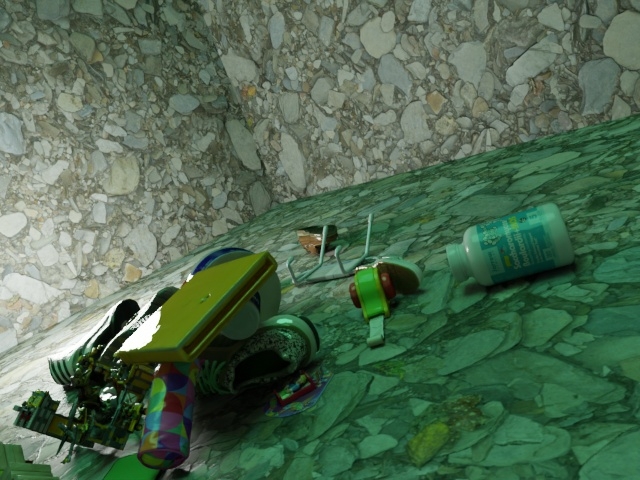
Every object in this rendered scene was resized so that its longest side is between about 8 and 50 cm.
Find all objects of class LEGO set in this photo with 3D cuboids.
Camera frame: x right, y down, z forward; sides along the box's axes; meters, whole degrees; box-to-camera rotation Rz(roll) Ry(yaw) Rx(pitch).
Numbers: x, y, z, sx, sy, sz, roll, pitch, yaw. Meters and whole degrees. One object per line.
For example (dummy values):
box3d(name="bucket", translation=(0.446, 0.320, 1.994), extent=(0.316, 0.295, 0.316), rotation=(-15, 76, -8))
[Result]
box3d(name="LEGO set", translation=(-0.554, 0.354, 1.319), extent=(0.331, 0.192, 0.255), rotation=(-1, 60, 47))

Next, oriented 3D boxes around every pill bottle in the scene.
box3d(name="pill bottle", translation=(-0.183, 0.147, 1.305), extent=(0.094, 0.094, 0.169), rotation=(-22, 18, 1))
box3d(name="pill bottle", translation=(0.431, 0.019, 1.328), extent=(0.263, 0.146, 0.146), rotation=(-19, 12, 19))

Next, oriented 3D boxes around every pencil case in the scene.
box3d(name="pencil case", translation=(-0.296, 0.331, 1.152), extent=(0.104, 0.104, 0.237), rotation=(-18, 44, 19))

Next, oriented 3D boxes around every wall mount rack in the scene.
box3d(name="wall mount rack", translation=(0.053, 0.036, 1.976), extent=(0.349, 0.131, 0.304), rotation=(-13, 15, 34))

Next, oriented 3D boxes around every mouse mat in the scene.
box3d(name="mouse mat", translation=(-0.376, 0.469, 1.133), extent=(0.152, 0.007, 0.190), rotation=(-20, 13, 10))

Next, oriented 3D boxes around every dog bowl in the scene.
box3d(name="dog bowl", translation=(-0.251, 0.154, 1.672), extent=(0.264, 0.265, 0.104), rotation=(-27, 15, -21))

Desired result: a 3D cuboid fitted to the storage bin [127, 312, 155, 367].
box3d(name="storage bin", translation=(-0.436, 0.295, 1.586), extent=(0.084, 0.180, 0.122), rotation=(-19, 12, 17))

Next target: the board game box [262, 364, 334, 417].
box3d(name="board game box", translation=(-0.053, 0.306, 1.206), extent=(0.133, 0.033, 0.168), rotation=(-16, 13, 28))

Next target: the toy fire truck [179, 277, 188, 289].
box3d(name="toy fire truck", translation=(-0.388, 0.241, 1.850), extent=(0.302, 0.169, 0.254), rotation=(-8, 37, 52))

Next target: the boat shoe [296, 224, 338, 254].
box3d(name="boat shoe", translation=(0.000, 0.000, 2.314), extent=(0.110, 0.105, 0.307), rotation=(-16, 8, -17))

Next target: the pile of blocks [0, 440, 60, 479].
box3d(name="pile of blocks", translation=(-0.562, 0.510, 1.120), extent=(0.362, 0.149, 0.112), rotation=(3, -17, 45))

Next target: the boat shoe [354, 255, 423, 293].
box3d(name="boat shoe", translation=(0.200, 0.082, 1.584), extent=(0.096, 0.098, 0.277), rotation=(-29, 12, -26))

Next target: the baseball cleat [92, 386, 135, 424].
box3d(name="baseball cleat", translation=(-0.531, 0.435, 1.460), extent=(0.109, 0.072, 0.205), rotation=(-46, 20, -26))

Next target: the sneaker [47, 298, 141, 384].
box3d(name="sneaker", translation=(-0.802, 0.353, 2.024), extent=(0.257, 0.169, 0.447), rotation=(-18, 15, 9))

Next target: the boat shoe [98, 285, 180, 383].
box3d(name="boat shoe", translation=(-0.547, 0.293, 1.792), extent=(0.355, 0.132, 0.130), rotation=(-47, 11, -9))

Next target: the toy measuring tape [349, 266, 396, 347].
box3d(name="toy measuring tape", translation=(0.124, 0.143, 1.413), extent=(0.121, 0.122, 0.330), rotation=(-20, 12, 12))

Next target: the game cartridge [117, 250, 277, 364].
box3d(name="game cartridge", translation=(-0.269, 0.150, 1.228), extent=(0.323, 0.053, 0.285), rotation=(-18, 25, 51))

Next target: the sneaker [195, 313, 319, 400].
box3d(name="sneaker", translation=(-0.208, 0.280, 1.278), extent=(0.409, 0.158, 0.182), rotation=(-21, 7, 10))
